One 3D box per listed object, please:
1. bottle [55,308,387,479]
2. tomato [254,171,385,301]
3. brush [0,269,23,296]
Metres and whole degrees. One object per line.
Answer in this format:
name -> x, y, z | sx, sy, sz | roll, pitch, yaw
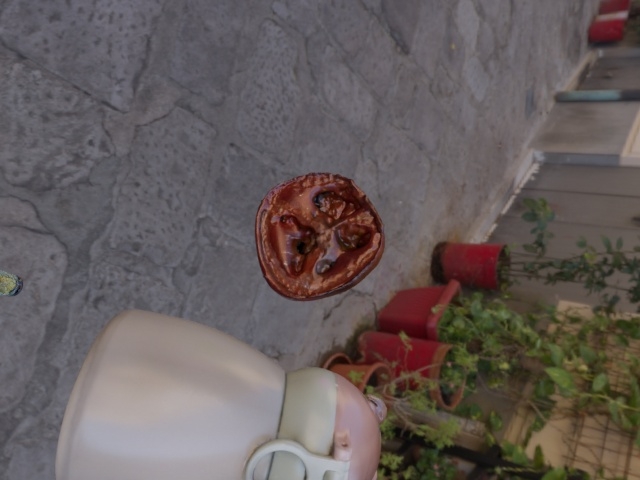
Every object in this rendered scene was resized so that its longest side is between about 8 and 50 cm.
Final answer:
bottle -> -0.063, 0.148, 0.428 | 0.147, 0.236, 0.147 | -167, -90, -84
tomato -> 0.000, 0.003, 0.927 | 0.101, 0.228, 0.228 | 51, 54, -68
brush -> -0.913, 0.088, 1.355 | 0.297, 0.060, 0.068 | 16, 85, -25
